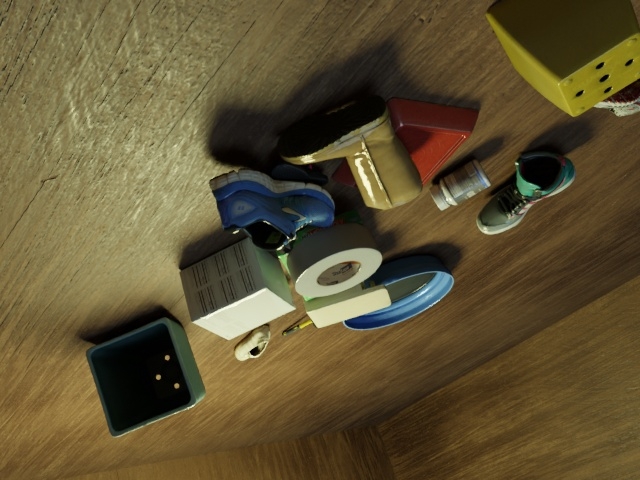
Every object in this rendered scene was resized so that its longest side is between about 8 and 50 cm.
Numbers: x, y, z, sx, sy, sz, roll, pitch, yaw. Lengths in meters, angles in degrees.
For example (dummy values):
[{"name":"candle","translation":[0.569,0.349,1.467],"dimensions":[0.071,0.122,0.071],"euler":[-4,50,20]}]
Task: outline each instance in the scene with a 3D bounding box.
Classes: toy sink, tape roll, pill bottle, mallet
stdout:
[{"name":"toy sink","translation":[0.070,0.141,1.772],"dimensions":[0.234,0.131,0.153],"euler":[-18,153,5]},{"name":"tape roll","translation":[0.032,0.050,1.446],"dimensions":[0.219,0.072,0.219],"euler":[-18,153,-9]},{"name":"pill bottle","translation":[0.345,-0.136,1.515],"dimensions":[0.137,0.078,0.078],"euler":[-31,151,19]},{"name":"mallet","translation":[-0.063,0.274,2.033],"dimensions":[0.189,0.062,0.039],"euler":[-24,155,39]}]

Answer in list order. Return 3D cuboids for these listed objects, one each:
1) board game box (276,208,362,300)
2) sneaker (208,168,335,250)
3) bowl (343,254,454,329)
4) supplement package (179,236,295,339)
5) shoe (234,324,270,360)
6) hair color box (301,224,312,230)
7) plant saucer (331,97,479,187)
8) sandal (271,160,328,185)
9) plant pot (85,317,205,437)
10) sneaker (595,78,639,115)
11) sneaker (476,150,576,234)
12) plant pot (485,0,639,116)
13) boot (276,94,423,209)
[{"name":"board game box","translation":[0.022,0.047,1.561],"dimensions":[0.213,0.046,0.317],"euler":[-22,153,1]},{"name":"sneaker","translation":[-0.091,-0.046,1.258],"dimensions":[0.129,0.147,0.330],"euler":[-14,168,40]},{"name":"bowl","translation":[0.245,0.173,2.010],"dimensions":[0.390,0.077,0.391],"euler":[-17,153,-9]},{"name":"supplement package","translation":[-0.205,0.125,1.527],"dimensions":[0.203,0.149,0.194],"euler":[-26,152,9]},{"name":"shoe","translation":[-0.227,0.355,2.030],"dimensions":[0.076,0.058,0.219],"euler":[-1,147,-33]},{"name":"hair color box","translation":[0.000,0.000,1.560],"dimensions":[0.071,0.043,0.141],"euler":[-21,152,0]},{"name":"plant saucer","translation":[0.192,-0.193,1.342],"dimensions":[0.259,0.048,0.258],"euler":[0,146,-33]},{"name":"sandal","translation":[-0.045,-0.146,1.271],"dimensions":[0.067,0.040,0.179],"euler":[-12,170,28]},{"name":"plant pot","translation":[-0.464,0.381,1.730],"dimensions":[0.247,0.248,0.252],"euler":[-22,169,2]},{"name":"sneaker","translation":[0.691,-0.324,1.407],"dimensions":[0.225,0.088,0.093],"euler":[-6,151,-26]},{"name":"sneaker","translation":[0.527,-0.130,1.599],"dimensions":[0.295,0.124,0.178],"euler":[-38,154,15]},{"name":"plant pot","translation":[0.456,-0.352,1.083],"dimensions":[0.212,0.187,0.212],"euler":[-32,151,21]},{"name":"boot","translation":[0.069,-0.145,1.231],"dimensions":[0.236,0.089,0.269],"euler":[-17,145,13]}]
